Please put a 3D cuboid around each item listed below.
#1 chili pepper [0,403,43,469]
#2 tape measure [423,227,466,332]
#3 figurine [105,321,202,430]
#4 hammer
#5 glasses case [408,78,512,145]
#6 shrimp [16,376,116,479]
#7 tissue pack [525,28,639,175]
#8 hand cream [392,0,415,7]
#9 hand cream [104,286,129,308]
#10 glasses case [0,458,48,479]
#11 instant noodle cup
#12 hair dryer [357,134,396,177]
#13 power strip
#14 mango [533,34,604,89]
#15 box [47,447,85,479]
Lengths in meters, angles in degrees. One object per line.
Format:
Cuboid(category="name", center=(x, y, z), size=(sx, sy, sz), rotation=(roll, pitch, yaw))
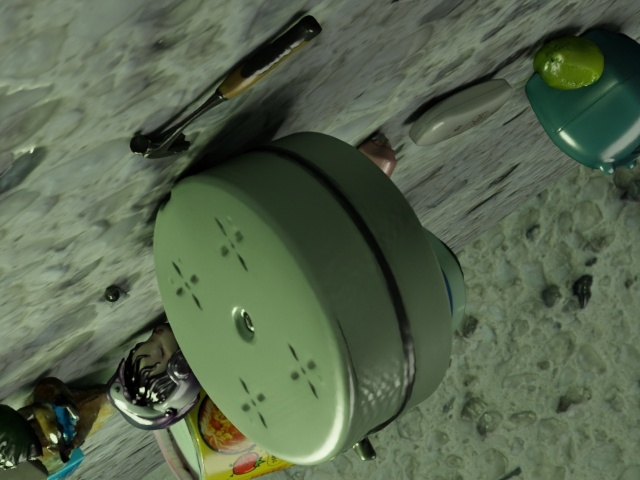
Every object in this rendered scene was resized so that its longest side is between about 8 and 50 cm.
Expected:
Cuboid(category="chili pepper", center=(-0.479, 0.272, 1.535), size=(0.264, 0.116, 0.148), rotation=(-19, 122, -39))
Cuboid(category="tape measure", center=(0.143, 0.095, 2.345), size=(0.138, 0.259, 0.262), rotation=(-24, 161, -51))
Cuboid(category="figurine", center=(-0.222, 0.192, 1.892), size=(0.222, 0.145, 0.145), rotation=(-42, 170, 1))
Cuboid(category="hammer", center=(-0.081, -0.137, 1.123), size=(0.201, 0.021, 0.078), rotation=(-36, 171, 12))
Cuboid(category="glasses case", center=(0.201, -0.184, 1.767), size=(0.193, 0.049, 0.074), rotation=(-25, 167, -40))
Cuboid(category="shrimp", center=(-0.393, 0.286, 1.918), size=(0.221, 0.110, 0.446), rotation=(-38, 175, -14))
Cuboid(category="tissue pack", center=(0.479, -0.225, 2.050), size=(0.198, 0.206, 0.287), rotation=(-40, 170, 21))
Cuboid(category="hand cream", center=(0.139, -0.267, 1.195), size=(0.084, 0.053, 0.142), rotation=(-26, -178, -39))
Cuboid(category="hand cream", center=(-0.259, 0.071, 1.566), size=(0.030, 0.019, 0.093), rotation=(-35, 177, -8))
Cuboid(category="glasses case", center=(-0.450, 0.299, 1.710), size=(0.072, 0.042, 0.190), rotation=(-28, 146, 1))
Cuboid(category="instant noodle cup", center=(-0.147, 0.273, 2.122), size=(0.254, 0.325, 0.325), rotation=(-20, 165, -23))
Cuboid(category="hair dryer", center=(0.000, 0.000, 1.727), size=(0.352, 0.210, 0.125), rotation=(-64, 163, 16))
Cuboid(category="power strip", center=(-0.019, 0.071, 1.340), size=(0.161, 0.357, 0.357), rotation=(-26, 167, -33))
Cuboid(category="mango", center=(0.367, -0.271, 1.851), size=(0.091, 0.074, 0.165), rotation=(-33, 160, 25))
Cuboid(category="box", center=(-0.509, 0.415, 2.207), size=(0.139, 0.073, 0.194), rotation=(-30, 169, -29))
